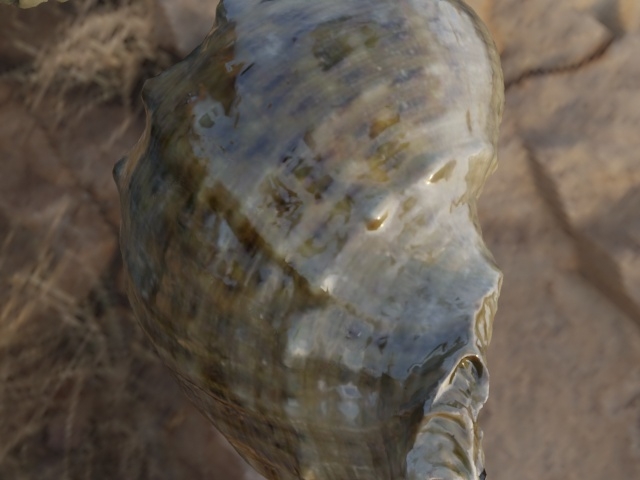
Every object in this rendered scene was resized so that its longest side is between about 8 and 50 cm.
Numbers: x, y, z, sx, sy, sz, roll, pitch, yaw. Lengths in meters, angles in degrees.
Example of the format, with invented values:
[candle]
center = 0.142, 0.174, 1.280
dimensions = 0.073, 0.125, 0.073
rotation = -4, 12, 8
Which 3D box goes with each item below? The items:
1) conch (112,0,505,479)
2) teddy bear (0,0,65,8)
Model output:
[conch]
center = -0.013, -0.008, 0.804
dimensions = 0.159, 0.210, 0.291
rotation = 24, 41, -29
[teddy bear]
center = -0.123, -0.365, 1.126
dimensions = 0.357, 0.367, 0.224
rotation = -33, 67, -12
